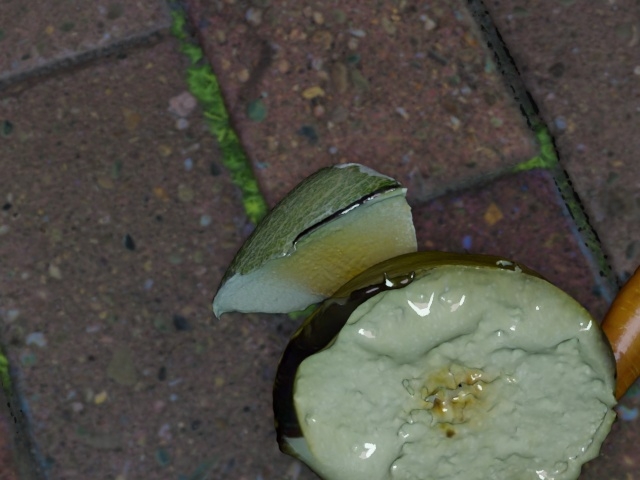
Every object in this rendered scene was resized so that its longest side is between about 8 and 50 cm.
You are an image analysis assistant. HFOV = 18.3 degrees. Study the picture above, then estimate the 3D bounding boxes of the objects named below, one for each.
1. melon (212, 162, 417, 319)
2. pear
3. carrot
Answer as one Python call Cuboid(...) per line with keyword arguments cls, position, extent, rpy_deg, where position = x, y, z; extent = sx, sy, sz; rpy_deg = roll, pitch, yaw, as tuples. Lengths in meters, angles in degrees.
Cuboid(cls="melon", position=(-0.002, -0.005, 1.661), extent=(0.202, 0.093, 0.139), rpy_deg=(-29, 32, 18))
Cuboid(cls="pear", position=(0.089, 0.086, 1.558), extent=(0.267, 0.267, 0.178), rpy_deg=(-7, 29, -2))
Cuboid(cls="carrot", position=(0.232, 0.106, 1.605), extent=(0.061, 0.061, 0.257), rpy_deg=(33, 77, 18))
